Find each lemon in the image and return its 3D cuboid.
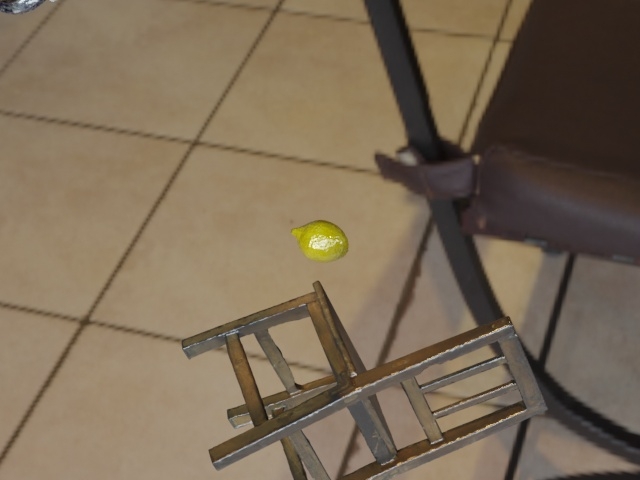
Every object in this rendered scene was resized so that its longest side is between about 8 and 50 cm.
[{"bbox_3d":[0.000,0.000,1.801,0.092,0.065,0.065,22,41,-12],"label":"lemon"}]

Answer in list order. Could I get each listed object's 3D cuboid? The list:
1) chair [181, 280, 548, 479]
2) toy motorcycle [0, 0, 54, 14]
[{"bbox_3d":[0.054,0.182,1.644,0.416,0.203,0.240,-25,37,2],"label":"chair"},{"bbox_3d":[-0.193,-0.286,1.038,0.151,0.074,0.228,13,71,32],"label":"toy motorcycle"}]
